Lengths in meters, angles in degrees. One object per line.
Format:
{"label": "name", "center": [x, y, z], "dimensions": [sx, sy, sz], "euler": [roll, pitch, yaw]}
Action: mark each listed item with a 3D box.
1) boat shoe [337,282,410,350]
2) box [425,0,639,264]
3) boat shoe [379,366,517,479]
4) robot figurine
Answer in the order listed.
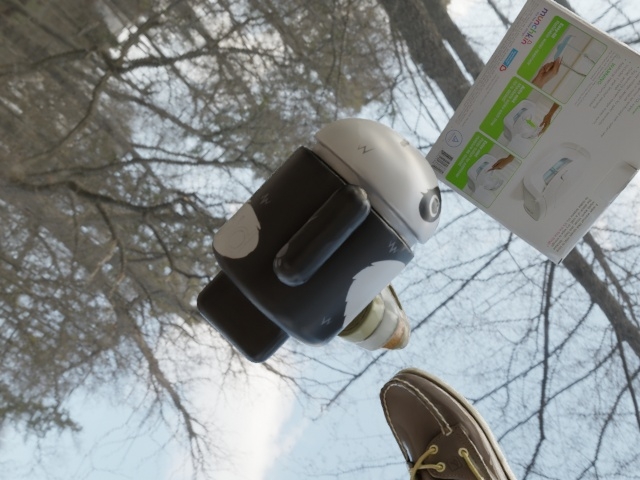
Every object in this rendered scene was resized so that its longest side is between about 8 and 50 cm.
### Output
{"label": "boat shoe", "center": [0.028, 0.057, 0.900], "dimensions": [0.113, 0.103, 0.302], "euler": [-48, -145, 13]}
{"label": "box", "center": [0.305, -0.145, 0.814], "dimensions": [0.127, 0.231, 0.262], "euler": [-30, 153, -58]}
{"label": "boat shoe", "center": [0.169, 0.300, 0.767], "dimensions": [0.324, 0.097, 0.116], "euler": [55, -51, 27]}
{"label": "robot figurine", "center": [0.002, 0.002, 0.661], "dimensions": [0.278, 0.173, 0.209], "euler": [-46, -144, 2]}
